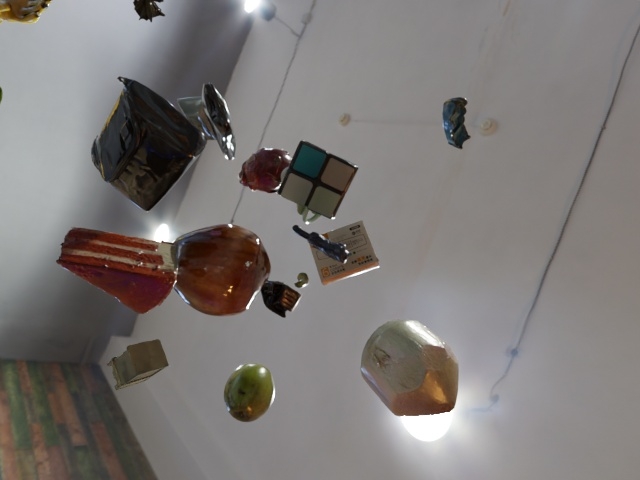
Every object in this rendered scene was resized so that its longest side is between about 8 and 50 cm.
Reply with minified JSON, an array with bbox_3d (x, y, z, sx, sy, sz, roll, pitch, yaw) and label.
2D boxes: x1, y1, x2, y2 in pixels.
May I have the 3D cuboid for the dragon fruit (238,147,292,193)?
[{"bbox_3d":[-0.267,-0.369,2.200,0.250,0.316,0.250,-173,-90,-82],"label":"dragon fruit"}]

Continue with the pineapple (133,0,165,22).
[{"bbox_3d":[-0.536,-0.807,1.271,0.128,0.128,0.247,-124,-154,-42],"label":"pineapple"}]

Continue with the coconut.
[{"bbox_3d":[0.219,0.307,0.989,0.224,0.224,0.234,-59,-140,10],"label":"coconut"}]

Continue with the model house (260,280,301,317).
[{"bbox_3d":[-0.171,0.232,1.794,0.152,0.165,0.106,-35,-153,47],"label":"model house"}]

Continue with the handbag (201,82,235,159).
[{"bbox_3d":[-0.349,-0.407,1.461,0.332,0.075,0.191,151,-82,-78],"label":"handbag"}]

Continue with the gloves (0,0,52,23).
[{"bbox_3d":[-1.001,-0.775,1.375,0.295,0.116,0.132,8,-104,18],"label":"gloves"}]

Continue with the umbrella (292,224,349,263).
[{"bbox_3d":[0.001,0.005,1.532,0.248,0.071,0.070,29,-84,30],"label":"umbrella"}]

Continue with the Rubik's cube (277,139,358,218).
[{"bbox_3d":[-0.009,-0.182,1.221,0.183,0.180,0.167,-86,-159,-78],"label":"Rubik's cube"}]

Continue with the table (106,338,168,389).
[{"bbox_3d":[-0.374,0.252,0.854,0.083,0.079,0.062,-36,-108,25],"label":"table"}]

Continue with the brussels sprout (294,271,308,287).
[{"bbox_3d":[-0.074,0.163,1.666,0.083,0.051,0.046,-68,173,-56],"label":"brussels sprout"}]

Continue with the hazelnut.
[{"bbox_3d":[-0.359,0.091,1.475,0.372,0.373,0.315,35,-73,47],"label":"hazelnut"}]

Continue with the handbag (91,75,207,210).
[{"bbox_3d":[-0.510,-0.256,1.165,0.302,0.275,0.177,-36,-153,34],"label":"handbag"}]

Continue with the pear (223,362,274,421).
[{"bbox_3d":[-0.293,0.624,1.721,0.212,0.213,0.269,-53,-172,16],"label":"pear"}]

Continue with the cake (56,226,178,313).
[{"bbox_3d":[-0.514,0.076,1.060,0.159,0.262,0.158,-60,-148,30],"label":"cake"}]

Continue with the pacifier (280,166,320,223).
[{"bbox_3d":[-0.059,-0.231,1.839,0.269,0.343,0.288,27,-78,19],"label":"pacifier"}]

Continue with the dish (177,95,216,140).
[{"bbox_3d":[-0.532,-0.537,1.910,0.182,0.243,0.080,4,-118,25],"label":"dish"}]

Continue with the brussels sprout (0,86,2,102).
[{"bbox_3d":[-0.936,-0.338,0.911,0.371,0.315,0.275,-73,174,-71],"label":"brussels sprout"}]

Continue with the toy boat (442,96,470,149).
[{"bbox_3d":[0.427,-0.366,1.288,0.077,0.185,0.075,25,-111,39],"label":"toy boat"}]

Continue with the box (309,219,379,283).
[{"bbox_3d":[0.100,0.058,1.869,0.274,0.091,0.220,-22,-112,3],"label":"box"}]
